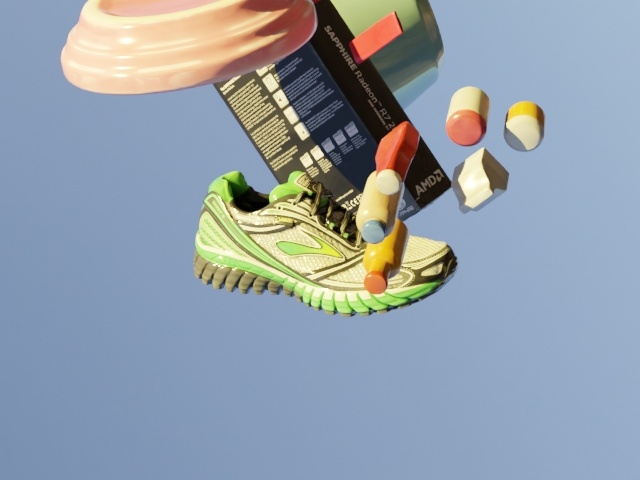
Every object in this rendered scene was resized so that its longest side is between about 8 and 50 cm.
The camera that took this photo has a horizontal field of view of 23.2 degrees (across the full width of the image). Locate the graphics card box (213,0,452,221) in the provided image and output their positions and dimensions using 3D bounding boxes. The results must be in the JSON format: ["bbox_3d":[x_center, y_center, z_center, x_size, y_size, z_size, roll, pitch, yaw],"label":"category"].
[{"bbox_3d":[0.003,-0.172,2.277,0.094,0.233,0.371,-34,-89,-41],"label":"graphics card box"}]

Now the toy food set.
[{"bbox_3d":[0.111,-0.054,1.518,0.111,0.232,0.104,45,-150,-17],"label":"toy food set"}]

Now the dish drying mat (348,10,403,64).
[{"bbox_3d":[0.069,-0.251,1.936,0.008,0.083,0.032,-1,-113,-46],"label":"dish drying mat"}]

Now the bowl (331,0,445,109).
[{"bbox_3d":[0.102,-0.349,2.616,0.311,0.163,0.312,158,90,-88],"label":"bowl"}]

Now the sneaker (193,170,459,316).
[{"bbox_3d":[0.000,0.000,1.874,0.343,0.146,0.134,10,-160,21],"label":"sneaker"}]

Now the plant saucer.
[{"bbox_3d":[-0.172,-0.282,1.988,0.332,0.332,0.084,-61,-36,-58],"label":"plant saucer"}]
